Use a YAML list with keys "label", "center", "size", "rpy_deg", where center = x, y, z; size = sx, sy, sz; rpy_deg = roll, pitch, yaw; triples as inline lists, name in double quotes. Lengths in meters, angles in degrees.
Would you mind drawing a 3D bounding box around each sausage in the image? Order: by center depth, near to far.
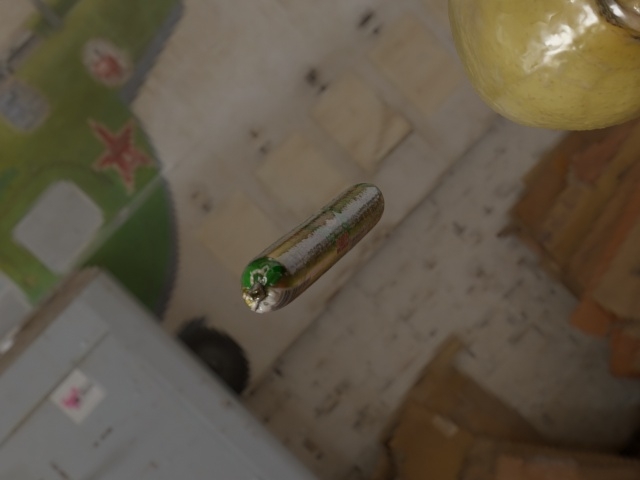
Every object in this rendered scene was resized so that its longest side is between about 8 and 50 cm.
- label: "sausage"
  center: [0.000, 0.001, 0.922]
  size: [0.033, 0.033, 0.269]
  rpy_deg: [-41, 0, 19]

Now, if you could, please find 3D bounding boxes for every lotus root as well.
- label: "lotus root"
  center: [0.129, -0.128, 0.795]
  size: [0.131, 0.146, 0.303]
  rpy_deg: [0, 3, 0]
